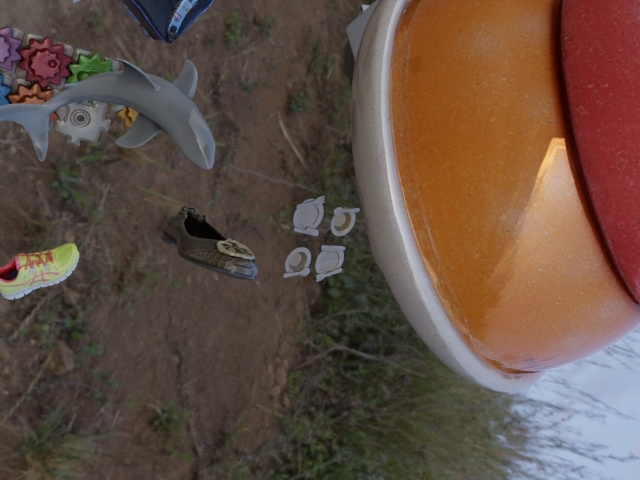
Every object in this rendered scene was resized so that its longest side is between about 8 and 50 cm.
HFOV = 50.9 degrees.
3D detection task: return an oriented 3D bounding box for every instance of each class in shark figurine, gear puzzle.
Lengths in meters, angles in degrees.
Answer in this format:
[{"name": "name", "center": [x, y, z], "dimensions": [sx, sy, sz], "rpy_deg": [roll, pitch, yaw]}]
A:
[{"name": "shark figurine", "center": [-0.265, -0.190, 0.856], "dimensions": [0.116, 0.278, 0.166], "rpy_deg": [82, 15, -73]}, {"name": "gear puzzle", "center": [-0.437, -0.248, 1.159], "dimensions": [0.176, 0.338, 0.044], "rpy_deg": [-67, -149, 18]}]

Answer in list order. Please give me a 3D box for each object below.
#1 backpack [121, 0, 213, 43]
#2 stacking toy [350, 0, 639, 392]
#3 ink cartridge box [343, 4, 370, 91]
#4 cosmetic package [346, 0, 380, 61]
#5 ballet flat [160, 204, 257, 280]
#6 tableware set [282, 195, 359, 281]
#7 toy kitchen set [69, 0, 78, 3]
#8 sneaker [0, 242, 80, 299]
[{"name": "backpack", "center": [-0.311, -0.513, 1.374], "dimensions": [0.173, 0.158, 0.117], "rpy_deg": [-47, -145, -10]}, {"name": "stacking toy", "center": [0.293, -0.085, 0.448], "dimensions": [0.479, 0.350, 0.351], "rpy_deg": [-12, -134, 36]}, {"name": "ink cartridge box", "center": [0.131, -0.417, 1.697], "dimensions": [0.165, 0.065, 0.333], "rpy_deg": [118, -33, -54]}, {"name": "cosmetic package", "center": [0.167, -0.331, 1.119], "dimensions": [0.183, 0.151, 0.151], "rpy_deg": [-23, -98, 56]}, {"name": "ballet flat", "center": [-0.142, -0.001, 0.846], "dimensions": [0.250, 0.084, 0.058], "rpy_deg": [23, -90, 61]}, {"name": "tableware set", "center": [0.000, 0.000, 1.199], "dimensions": [0.020, 0.141, 0.169], "rpy_deg": [36, -61, 45]}, {"name": "toy kitchen set", "center": [-0.472, -0.400, 0.978], "dimensions": [0.207, 0.166, 0.122], "rpy_deg": [-43, 150, -33]}, {"name": "sneaker", "center": [-0.652, 0.060, 1.535], "dimensions": [0.081, 0.208, 0.094], "rpy_deg": [57, -7, 36]}]
